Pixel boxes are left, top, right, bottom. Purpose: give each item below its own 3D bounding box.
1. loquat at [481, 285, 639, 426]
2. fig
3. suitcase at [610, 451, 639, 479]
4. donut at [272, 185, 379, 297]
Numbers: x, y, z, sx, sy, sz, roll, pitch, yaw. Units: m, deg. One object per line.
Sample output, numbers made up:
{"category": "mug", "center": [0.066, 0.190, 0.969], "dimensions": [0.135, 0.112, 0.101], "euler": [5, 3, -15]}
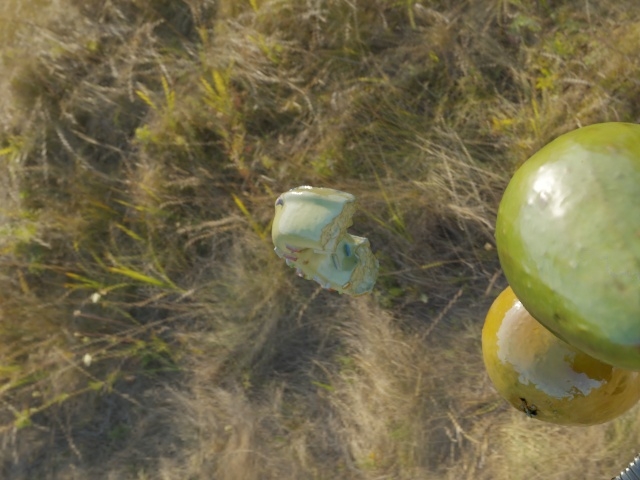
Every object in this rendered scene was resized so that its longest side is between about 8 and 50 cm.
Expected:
{"category": "loquat", "center": [0.389, 0.167, 1.223], "dimensions": [0.263, 0.263, 0.263], "euler": [-12, 70, 34]}
{"category": "fig", "center": [0.339, 0.013, 0.889], "dimensions": [0.258, 0.258, 0.326], "euler": [-34, 25, 24]}
{"category": "suitcase", "center": [0.468, 0.245, 0.788], "dimensions": [0.152, 0.335, 0.229], "euler": [58, 133, 38]}
{"category": "donut", "center": [-0.003, 0.000, 0.821], "dimensions": [0.108, 0.166, 0.065], "euler": [15, 68, 22]}
